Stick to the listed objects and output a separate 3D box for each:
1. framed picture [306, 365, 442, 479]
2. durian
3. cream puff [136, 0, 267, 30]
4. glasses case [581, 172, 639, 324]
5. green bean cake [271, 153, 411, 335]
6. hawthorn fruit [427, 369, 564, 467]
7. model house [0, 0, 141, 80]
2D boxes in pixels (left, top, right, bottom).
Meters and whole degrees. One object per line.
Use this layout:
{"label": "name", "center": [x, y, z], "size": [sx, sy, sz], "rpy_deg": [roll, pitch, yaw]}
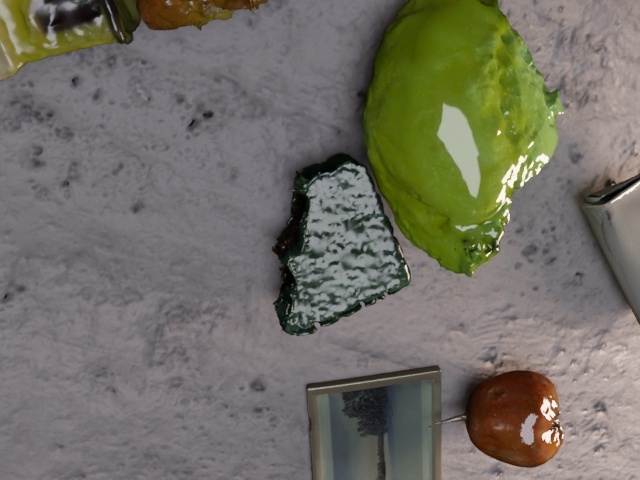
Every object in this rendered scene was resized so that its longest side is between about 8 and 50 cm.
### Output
{"label": "framed picture", "center": [0.090, 0.340, 1.373], "size": [0.213, 0.016, 0.289], "rpy_deg": [-6, 112, -8]}
{"label": "durian", "center": [0.169, -0.155, 1.114], "size": [0.255, 0.204, 0.340], "rpy_deg": [-37, 107, -18]}
{"label": "cream puff", "center": [-0.123, -0.354, 0.991], "size": [0.241, 0.155, 0.269], "rpy_deg": [32, 81, -21]}
{"label": "glasses case", "center": [0.495, 0.024, 1.297], "size": [0.128, 0.083, 0.308], "rpy_deg": [-35, 113, -3]}
{"label": "green bean cake", "center": [0.000, 0.000, 1.178], "size": [0.193, 0.107, 0.208], "rpy_deg": [-22, 112, 1]}
{"label": "hawthorn fruit", "center": [0.283, 0.262, 1.332], "size": [0.189, 0.149, 0.149], "rpy_deg": [21, 110, 24]}
{"label": "model house", "center": [-0.346, -0.290, 0.981], "size": [0.234, 0.175, 0.193], "rpy_deg": [-16, 114, 6]}
